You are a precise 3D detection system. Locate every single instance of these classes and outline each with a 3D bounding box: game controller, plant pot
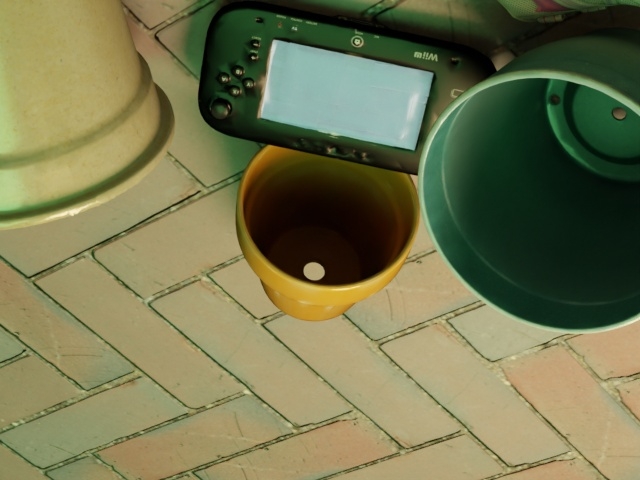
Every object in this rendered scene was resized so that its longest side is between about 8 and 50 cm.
[{"bbox_3d":[0.028,-0.163,1.612,0.319,0.067,0.166,11,134,-1],"label":"game controller"},{"bbox_3d":[0.271,-0.087,1.476,0.271,0.255,0.272,14,123,22],"label":"plant pot"},{"bbox_3d":[0.000,0.000,1.724,0.205,0.205,0.188,12,154,-1],"label":"plant pot"},{"bbox_3d":[-0.330,-0.227,1.474,0.334,0.334,0.305,2,126,10],"label":"plant pot"}]

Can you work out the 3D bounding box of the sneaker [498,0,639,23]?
[{"bbox_3d":[0.236,-0.267,1.445,0.252,0.103,0.111,17,142,4],"label":"sneaker"}]
